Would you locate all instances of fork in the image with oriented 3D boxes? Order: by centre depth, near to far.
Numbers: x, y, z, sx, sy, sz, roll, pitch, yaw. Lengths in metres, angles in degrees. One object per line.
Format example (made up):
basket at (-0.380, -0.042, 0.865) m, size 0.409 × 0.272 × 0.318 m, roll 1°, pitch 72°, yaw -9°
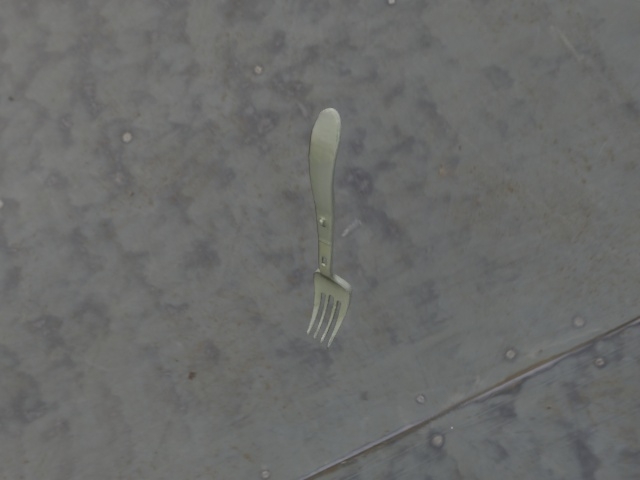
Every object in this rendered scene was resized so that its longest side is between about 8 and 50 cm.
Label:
fork at (0.004, -0.004, 0.512) m, size 0.034 × 0.220 × 0.028 m, roll 32°, pitch 53°, yaw 28°
